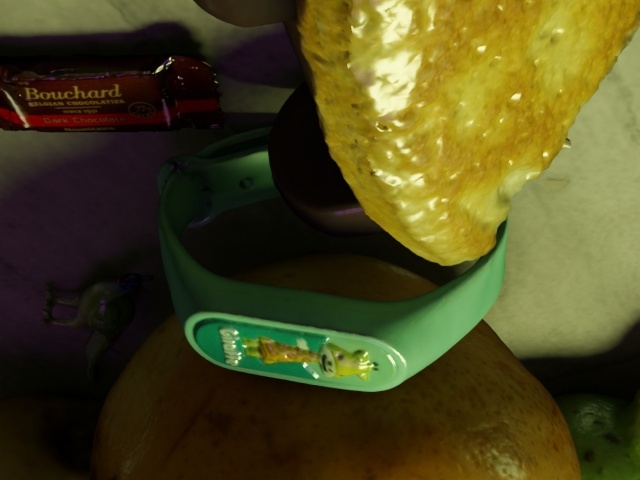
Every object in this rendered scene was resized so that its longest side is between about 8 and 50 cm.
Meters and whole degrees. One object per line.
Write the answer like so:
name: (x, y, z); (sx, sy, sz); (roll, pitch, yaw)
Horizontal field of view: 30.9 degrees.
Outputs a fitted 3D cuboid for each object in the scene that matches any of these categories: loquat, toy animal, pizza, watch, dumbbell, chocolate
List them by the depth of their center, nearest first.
pizza: (0.108, -0.127, 0.567); (0.287, 0.075, 0.280); (-41, 148, -19)
dumbbell: (0.013, -0.111, 0.647); (0.140, 0.124, 0.225); (-9, 143, 13)
watch: (0.000, 0.000, 0.745); (0.237, 0.195, 0.068); (6, 139, 12)
chocolate: (-0.153, -0.096, 0.752); (0.182, 0.028, 0.086); (-3, 151, 6)
toy animal: (-0.201, 0.071, 0.973); (0.075, 0.041, 0.217); (11, 147, -17)
loquat: (-0.250, 0.280, 1.061); (0.274, 0.275, 0.275); (0, 144, 0)

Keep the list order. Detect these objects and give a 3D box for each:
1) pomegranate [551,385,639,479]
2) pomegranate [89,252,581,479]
pomegranate: (0.288, 0.223, 1.040); (0.306, 0.242, 0.242); (-39, 131, 20)
pomegranate: (0.014, 0.220, 0.878); (0.416, 0.417, 0.417); (0, 144, 0)
